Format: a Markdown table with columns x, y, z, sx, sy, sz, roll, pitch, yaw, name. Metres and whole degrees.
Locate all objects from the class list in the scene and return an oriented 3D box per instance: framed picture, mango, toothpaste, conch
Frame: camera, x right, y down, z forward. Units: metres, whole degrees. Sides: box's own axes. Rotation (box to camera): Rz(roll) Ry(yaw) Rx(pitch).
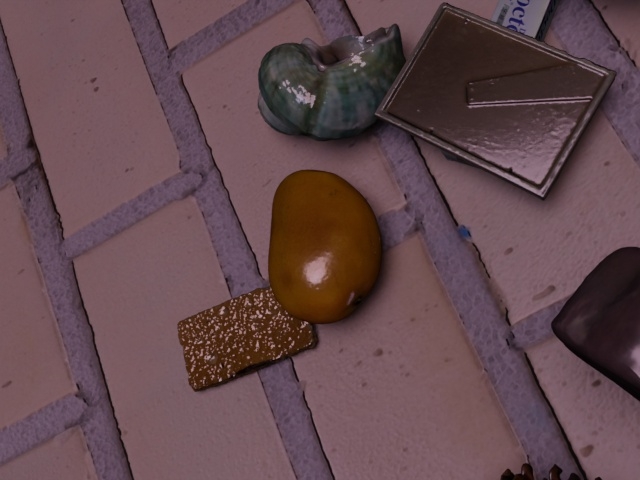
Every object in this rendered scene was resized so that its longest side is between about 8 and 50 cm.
| x | y | z | sx | sy | sz | roll | pitch | yaw | name |
| --- | --- | --- | --- | --- | --- | --- | --- | --- | --- |
| 0.252 | -0.213 | 1.226 | 0.289 | 0.016 | 0.213 | 29 | 86 | 22 | framed picture |
| 0.007 | 0.002 | 1.268 | 0.175 | 0.139 | 0.255 | -4 | 67 | 9 | mango |
| 0.282 | -0.276 | 1.277 | 0.081 | 0.067 | 0.337 | 20 | 84 | 22 | toothpaste |
| 0.002 | -0.250 | 1.331 | 0.277 | 0.195 | 0.220 | -28 | 34 | 36 | conch |

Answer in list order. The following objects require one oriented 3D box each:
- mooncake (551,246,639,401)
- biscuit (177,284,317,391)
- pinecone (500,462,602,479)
| x | y | z | sx | sy | sz | roll | pitch | yaw | name |
| --- | --- | --- | --- | --- | --- | --- | --- | --- | --- |
| 0.429 | 0.135 | 0.971 | 0.306 | 0.306 | 0.154 | 34 | 88 | 26 | mooncake |
| -0.121 | 0.151 | 1.338 | 0.230 | 0.025 | 0.131 | -22 | 67 | 15 | biscuit |
| 0.302 | 0.385 | 0.989 | 0.292 | 0.246 | 0.246 | 29 | 87 | 34 | pinecone |
